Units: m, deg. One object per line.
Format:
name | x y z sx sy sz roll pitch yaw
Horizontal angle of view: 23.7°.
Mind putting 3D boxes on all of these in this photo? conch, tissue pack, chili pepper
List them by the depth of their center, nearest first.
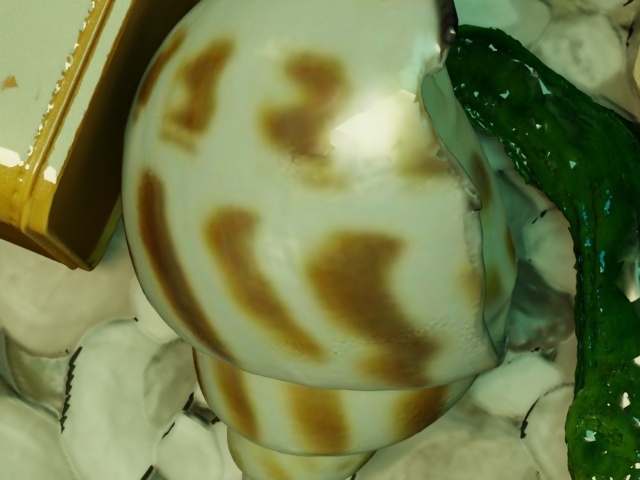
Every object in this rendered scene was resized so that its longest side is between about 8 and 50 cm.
conch | 0.000 0.000 0.601 0.148 0.183 0.275 -10 121 9
tissue pack | -0.198 -0.106 0.608 0.274 0.194 0.145 21 81 1
chili pepper | 0.120 0.027 0.672 0.122 0.065 0.279 -14 80 9

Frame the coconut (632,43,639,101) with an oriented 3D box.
coconut | 0.201 -0.072 0.665 0.116 0.122 0.116 -1 119 -1
